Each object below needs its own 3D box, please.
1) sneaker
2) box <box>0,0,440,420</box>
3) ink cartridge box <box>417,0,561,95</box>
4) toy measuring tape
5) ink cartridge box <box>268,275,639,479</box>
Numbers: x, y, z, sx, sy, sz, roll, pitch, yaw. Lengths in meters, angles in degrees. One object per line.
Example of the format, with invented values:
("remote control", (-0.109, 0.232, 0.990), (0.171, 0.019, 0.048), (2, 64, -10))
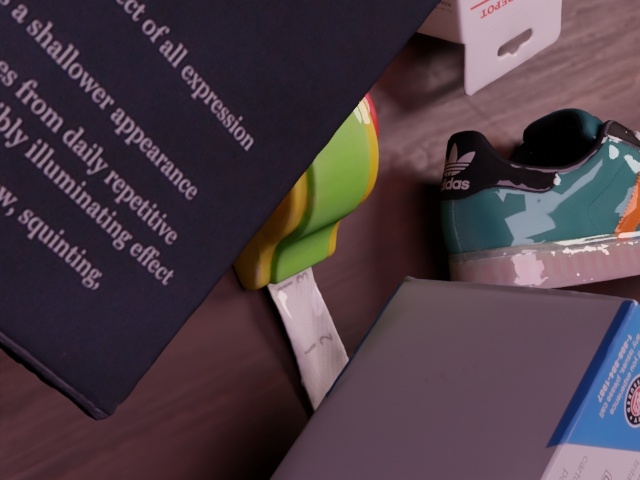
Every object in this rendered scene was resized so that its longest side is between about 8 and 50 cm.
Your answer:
("sneaker", (0.216, -0.038, 0.777), (0.302, 0.108, 0.121), (-9, 91, -31))
("box", (-0.103, -0.186, 0.453), (0.395, 0.212, 0.293), (-52, 130, -13))
("ink cartridge box", (0.104, -0.211, 0.732), (0.115, 0.067, 0.198), (-33, 130, -31))
("toy measuring tape", (0.000, 0.000, 0.636), (0.121, 0.121, 0.330), (-25, 96, -32))
("ink cartridge box", (0.120, 0.162, 0.601), (0.233, 0.168, 0.171), (50, 61, -30))
